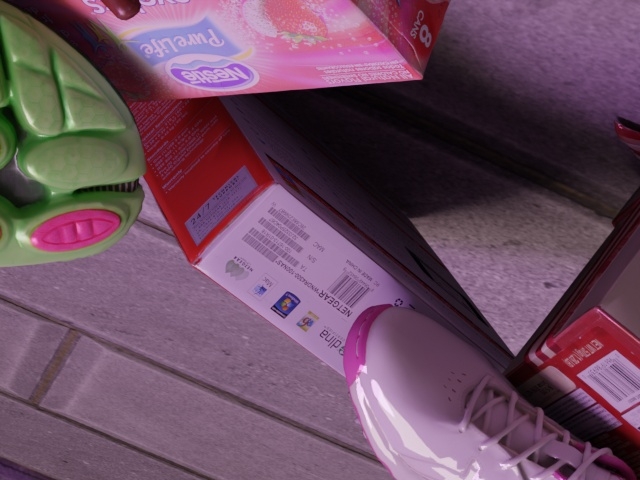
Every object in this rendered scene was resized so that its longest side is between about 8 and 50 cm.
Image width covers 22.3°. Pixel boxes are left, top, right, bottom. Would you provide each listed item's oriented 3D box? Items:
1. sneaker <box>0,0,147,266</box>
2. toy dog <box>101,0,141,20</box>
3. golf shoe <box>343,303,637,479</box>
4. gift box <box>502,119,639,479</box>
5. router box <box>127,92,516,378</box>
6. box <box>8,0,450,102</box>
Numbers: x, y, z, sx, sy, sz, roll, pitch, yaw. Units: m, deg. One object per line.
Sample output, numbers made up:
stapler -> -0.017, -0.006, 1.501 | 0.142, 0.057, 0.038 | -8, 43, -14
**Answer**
sneaker -> -0.335, -0.124, 1.067 | 0.483, 0.185, 0.202 | 20, -163, 1
toy dog -> -0.208, -0.184, 0.844 | 0.334, 0.161, 0.220 | -16, 162, -32
golf shoe -> 0.143, 0.150, 1.100 | 0.140, 0.115, 0.306 | -19, 121, 47
gift box -> 0.289, 0.039, 1.110 | 0.276, 0.258, 0.255 | 43, 157, -1
router box -> 0.000, 0.000, 1.254 | 0.335, 0.082, 0.301 | 39, -170, -35
box -> -0.067, -0.188, 1.019 | 0.300, 0.154, 0.142 | -1, 149, 39
